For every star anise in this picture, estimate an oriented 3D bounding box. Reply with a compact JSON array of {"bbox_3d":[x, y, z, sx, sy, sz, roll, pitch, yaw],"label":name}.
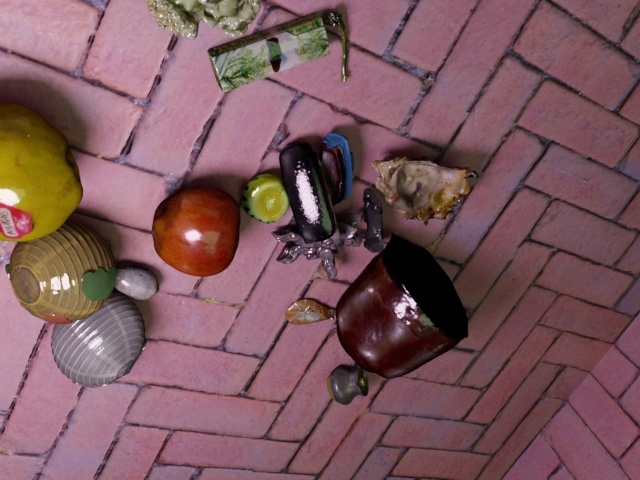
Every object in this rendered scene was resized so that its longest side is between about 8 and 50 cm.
[{"bbox_3d":[-0.001,-0.003,2.039,0.283,0.129,0.212,13,131,-24],"label":"star anise"}]

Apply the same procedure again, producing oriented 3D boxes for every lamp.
[{"bbox_3d":[-0.594,0.063,1.735,0.284,0.250,0.250,-34,149,-57],"label":"lamp"},{"bbox_3d":[-0.567,0.259,1.875,0.265,0.233,0.233,-44,131,4],"label":"lamp"}]

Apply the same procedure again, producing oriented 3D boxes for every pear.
[{"bbox_3d":[-0.683,-0.137,1.513,0.375,0.287,0.287,-4,128,1],"label":"pear"}]

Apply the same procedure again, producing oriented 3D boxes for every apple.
[{"bbox_3d":[-0.305,-0.029,1.811,0.230,0.230,0.230,-13,128,-17],"label":"apple"}]

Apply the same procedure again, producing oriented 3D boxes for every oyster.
[{"bbox_3d":[0.267,-0.152,2.071,0.361,0.096,0.221,7,125,-30],"label":"oyster"}]

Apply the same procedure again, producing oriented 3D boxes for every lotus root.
[{"bbox_3d":[-0.491,0.102,1.895,0.165,0.088,0.088,25,110,-29],"label":"lotus root"}]

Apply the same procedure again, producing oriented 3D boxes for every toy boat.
[{"bbox_3d":[0.044,-0.189,1.945,0.097,0.100,0.223,-47,149,-38],"label":"toy boat"}]

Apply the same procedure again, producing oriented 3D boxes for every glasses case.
[{"bbox_3d":[-0.033,-0.124,1.895,0.103,0.067,0.266,-11,104,18],"label":"glasses case"},{"bbox_3d":[-0.117,-0.435,1.695,0.272,0.062,0.095,-23,131,-10],"label":"glasses case"}]

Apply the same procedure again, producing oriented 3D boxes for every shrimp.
[{"bbox_3d":[-0.022,0.222,2.237,0.184,0.043,0.091,7,117,-29],"label":"shrimp"}]

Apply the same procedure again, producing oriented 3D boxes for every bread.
[{"bbox_3d":[-0.142,-0.112,1.913,0.130,0.071,0.139,-46,129,7],"label":"bread"}]

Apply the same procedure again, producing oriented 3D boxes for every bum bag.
[{"bbox_3d":[0.145,-0.049,2.068,0.049,0.087,0.197,-19,120,-28],"label":"bum bag"}]

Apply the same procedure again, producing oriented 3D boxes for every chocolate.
[{"bbox_3d":[0.213,0.226,2.188,0.331,0.383,0.384,-38,134,26],"label":"chocolate"}]

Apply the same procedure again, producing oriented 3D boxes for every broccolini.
[{"bbox_3d":[0.052,-0.473,1.766,0.052,0.054,0.194,-40,136,-20],"label":"broccolini"}]

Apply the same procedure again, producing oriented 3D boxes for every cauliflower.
[{"bbox_3d":[-0.220,-0.539,1.437,0.327,0.281,0.260,46,69,-44],"label":"cauliflower"}]

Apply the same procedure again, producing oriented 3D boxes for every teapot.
[{"bbox_3d":[0.099,0.477,2.431,0.119,0.130,0.166,-14,169,22],"label":"teapot"}]
